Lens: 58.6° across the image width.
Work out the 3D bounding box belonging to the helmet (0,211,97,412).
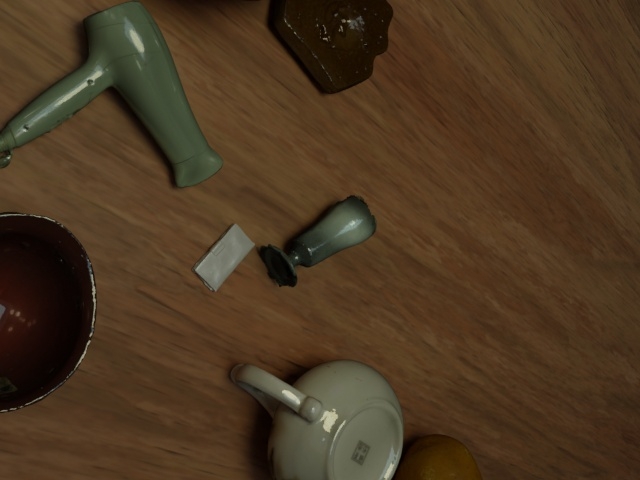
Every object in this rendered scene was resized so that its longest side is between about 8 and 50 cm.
[{"bbox_3d":[-0.298,0.060,0.523,0.155,0.106,0.175,19,79,-38],"label":"helmet"}]

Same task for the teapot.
[{"bbox_3d":[0.011,0.251,0.752,0.204,0.139,0.298,-51,122,-22],"label":"teapot"}]

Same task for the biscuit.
[{"bbox_3d":[0.029,-0.322,0.800,0.182,0.034,0.215,46,64,-30],"label":"biscuit"}]

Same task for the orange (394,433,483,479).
[{"bbox_3d":[0.183,0.383,0.885,0.136,0.159,0.159,-23,110,5],"label":"orange"}]

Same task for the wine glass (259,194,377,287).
[{"bbox_3d":[0.000,0.000,0.770,0.155,0.072,0.072,-32,111,-31],"label":"wine glass"}]

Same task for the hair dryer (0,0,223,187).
[{"bbox_3d":[-0.241,-0.112,0.598,0.237,0.075,0.206,-35,119,-23],"label":"hair dryer"}]

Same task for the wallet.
[{"bbox_3d":[-0.120,0.021,0.716,0.083,0.011,0.044,-51,119,-23],"label":"wallet"}]
